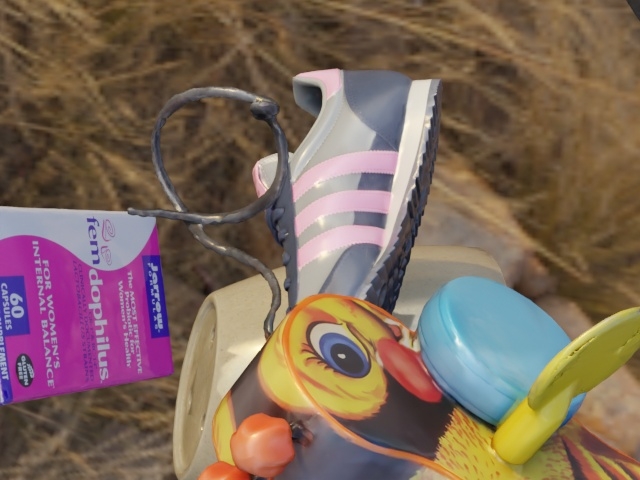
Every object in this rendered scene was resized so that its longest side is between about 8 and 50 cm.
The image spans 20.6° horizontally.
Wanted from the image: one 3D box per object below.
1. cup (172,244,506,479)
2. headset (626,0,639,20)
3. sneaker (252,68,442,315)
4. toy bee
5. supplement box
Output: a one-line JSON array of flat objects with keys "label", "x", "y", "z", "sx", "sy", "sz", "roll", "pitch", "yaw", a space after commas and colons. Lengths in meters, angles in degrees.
[{"label": "cup", "x": 0.002, "y": 0.147, "z": 1.558, "sx": 0.236, "sy": 0.331, "sz": 0.331, "roll": 11, "pitch": 89, "yaw": -13}, {"label": "headset", "x": 0.364, "y": -0.343, "z": 1.808, "sx": 0.243, "sy": 0.185, "sz": 0.394, "roll": 19, "pitch": 60, "yaw": -33}, {"label": "sneaker", "x": 0.000, "y": 0.000, "z": 1.333, "sx": 0.112, "sy": 0.131, "sz": 0.319, "roll": 88, "pitch": 17, "yaw": -52}, {"label": "toy bee", "x": 0.022, "y": 0.086, "z": 0.657, "sx": 0.162, "sy": 0.298, "sz": 0.195, "roll": -42, "pitch": 149, "yaw": -59}, {"label": "supplement box", "x": -0.188, "y": 0.041, "z": 1.060, "sx": 0.220, "sy": 0.113, "sz": 0.111, "roll": -1, "pitch": 83, "yaw": -71}]
